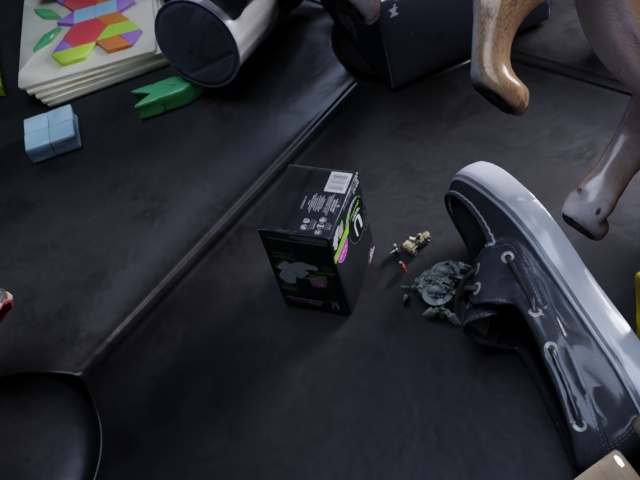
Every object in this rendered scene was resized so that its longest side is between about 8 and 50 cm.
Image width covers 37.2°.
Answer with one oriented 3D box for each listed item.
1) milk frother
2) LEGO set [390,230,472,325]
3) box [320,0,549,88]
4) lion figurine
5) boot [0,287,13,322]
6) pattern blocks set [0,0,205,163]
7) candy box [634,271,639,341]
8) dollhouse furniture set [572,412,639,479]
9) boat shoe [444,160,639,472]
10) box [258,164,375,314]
[{"bbox_3d":[-0.097,-0.232,0.820,0.143,0.129,0.135,27,50,7],"label":"milk frother"},{"bbox_3d":[0.074,0.022,0.649,0.054,0.023,0.083,-36,51,-16],"label":"LEGO set"},{"bbox_3d":[0.088,-0.233,0.818,0.155,0.093,0.158,-25,47,-7],"label":"box"},{"bbox_3d":[0.194,-0.139,0.559,0.240,0.392,0.142,-53,32,-1],"label":"lion figurine"},{"bbox_3d":[-0.336,-0.021,0.636,0.284,0.138,0.377,33,62,-5],"label":"boot"},{"bbox_3d":[-0.219,-0.212,0.929,0.285,0.026,0.325,-27,49,-8],"label":"pattern blocks set"},{"bbox_3d":[0.267,0.003,0.558,0.205,0.105,0.027,-34,43,-15],"label":"candy box"},{"bbox_3d":[0.313,0.082,0.328,0.394,0.362,0.256,-29,71,-27],"label":"dollhouse furniture set"},{"bbox_3d":[0.124,0.043,0.588,0.076,0.080,0.229,-24,56,-8],"label":"boat shoe"},{"bbox_3d":[0.000,0.000,0.648,0.052,0.083,0.062,9,53,20],"label":"box"}]
